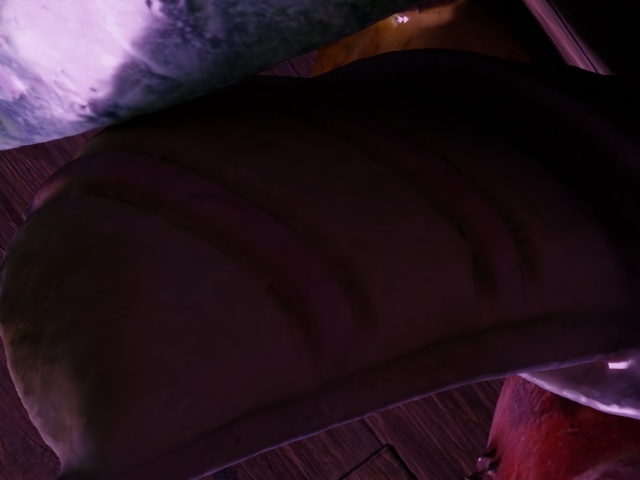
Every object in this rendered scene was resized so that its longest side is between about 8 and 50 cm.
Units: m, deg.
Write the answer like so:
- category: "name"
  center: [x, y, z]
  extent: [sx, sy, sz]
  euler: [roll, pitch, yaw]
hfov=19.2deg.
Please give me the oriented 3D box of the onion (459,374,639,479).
- category: "onion"
  center: [0.159, 0.146, 0.934]
  extent: [0.246, 0.190, 0.246]
  euler: [180, 90, -87]

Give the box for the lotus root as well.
- category: "lotus root"
  center: [0.062, -0.045, 0.955]
  extent: [0.145, 0.128, 0.260]
  euler: [45, 158, 43]

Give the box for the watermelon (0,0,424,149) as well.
- category: "watermelon"
  center: [-0.066, -0.181, 0.730]
  extent: [0.387, 0.258, 0.228]
  euler: [-5, 115, 40]

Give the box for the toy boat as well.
- category: "toy boat"
  center: [0.017, -0.008, 0.691]
  extent: [0.294, 0.111, 0.276]
  euler: [2, -155, -24]
